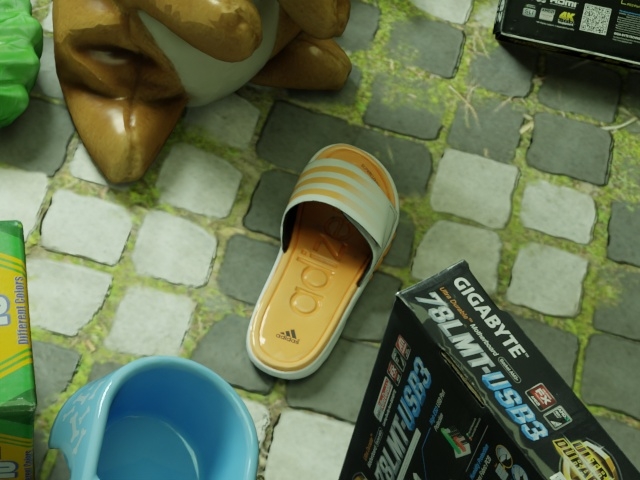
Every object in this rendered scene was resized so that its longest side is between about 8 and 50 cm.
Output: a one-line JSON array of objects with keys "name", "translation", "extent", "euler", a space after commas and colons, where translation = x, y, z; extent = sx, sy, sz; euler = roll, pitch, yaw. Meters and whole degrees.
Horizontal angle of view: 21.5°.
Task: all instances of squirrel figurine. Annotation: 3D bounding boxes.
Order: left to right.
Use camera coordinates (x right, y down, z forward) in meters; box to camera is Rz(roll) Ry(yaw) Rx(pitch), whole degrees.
[{"name": "squirrel figurine", "translation": [-0.131, -0.326, 1.530], "extent": [0.281, 0.370, 0.397], "euler": [-20, 60, -23]}]

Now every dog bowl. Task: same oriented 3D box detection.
[{"name": "dog bowl", "translation": [-0.131, 0.217, 1.286], "extent": [0.166, 0.074, 0.297], "euler": [22, 50, -18]}]

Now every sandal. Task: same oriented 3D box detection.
[{"name": "sandal", "translation": [0.010, 0.004, 1.500], "extent": [0.102, 0.076, 0.265], "euler": [19, 53, 2]}]

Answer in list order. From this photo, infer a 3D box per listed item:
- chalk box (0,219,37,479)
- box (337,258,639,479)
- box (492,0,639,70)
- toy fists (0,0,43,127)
[{"name": "chalk box", "translation": [-0.367, 0.108, 1.284], "extent": [0.288, 0.179, 0.180], "euler": [-3, 55, -14]}, {"name": "box", "translation": [0.136, 0.212, 1.235], "extent": [0.073, 0.295, 0.293], "euler": [-23, 60, -25]}, {"name": "box", "translation": [0.356, -0.295, 1.693], "extent": [0.322, 0.079, 0.257], "euler": [12, 92, 0]}, {"name": "toy fists", "translation": [-0.341, -0.221, 1.588], "extent": [0.142, 0.096, 0.279], "euler": [-13, 59, -8]}]
